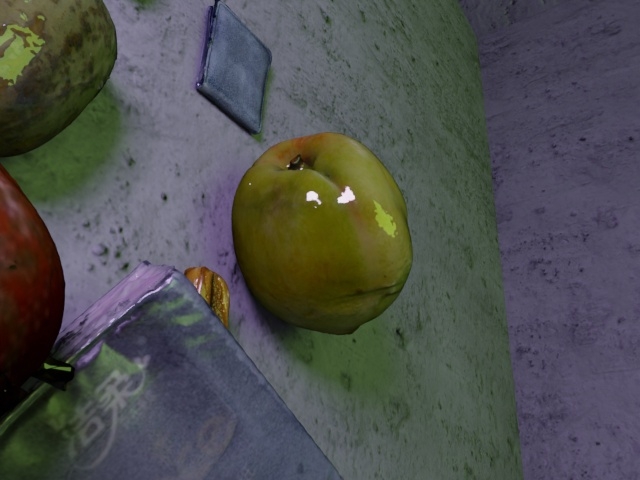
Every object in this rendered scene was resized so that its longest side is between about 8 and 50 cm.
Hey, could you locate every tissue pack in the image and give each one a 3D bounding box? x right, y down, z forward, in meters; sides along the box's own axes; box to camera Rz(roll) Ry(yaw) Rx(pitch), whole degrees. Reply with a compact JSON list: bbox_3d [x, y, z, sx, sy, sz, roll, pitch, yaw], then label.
[{"bbox_3d":[-0.169,0.259,0.628,0.288,0.124,0.394,-47,119,-30],"label":"tissue pack"}]

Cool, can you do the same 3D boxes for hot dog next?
[{"bbox_3d":[-0.174,0.157,0.788,0.100,0.068,0.250,46,41,-63],"label":"hot dog"}]

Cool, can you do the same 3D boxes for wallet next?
[{"bbox_3d":[-0.162,-0.332,1.073,0.167,0.036,0.222,35,50,-47],"label":"wallet"}]

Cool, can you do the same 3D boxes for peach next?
[{"bbox_3d":[-0.003,-0.008,0.939,0.314,0.281,0.316,-125,-157,-48],"label":"peach"}]

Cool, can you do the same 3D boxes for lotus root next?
[{"bbox_3d":[-0.338,-0.197,0.621,0.173,0.173,0.309,47,48,-38],"label":"lotus root"}]

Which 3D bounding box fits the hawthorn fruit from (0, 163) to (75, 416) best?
[{"bbox_3d":[-0.339,0.041,0.375,0.316,0.316,0.316,32,50,-48],"label":"hawthorn fruit"}]
